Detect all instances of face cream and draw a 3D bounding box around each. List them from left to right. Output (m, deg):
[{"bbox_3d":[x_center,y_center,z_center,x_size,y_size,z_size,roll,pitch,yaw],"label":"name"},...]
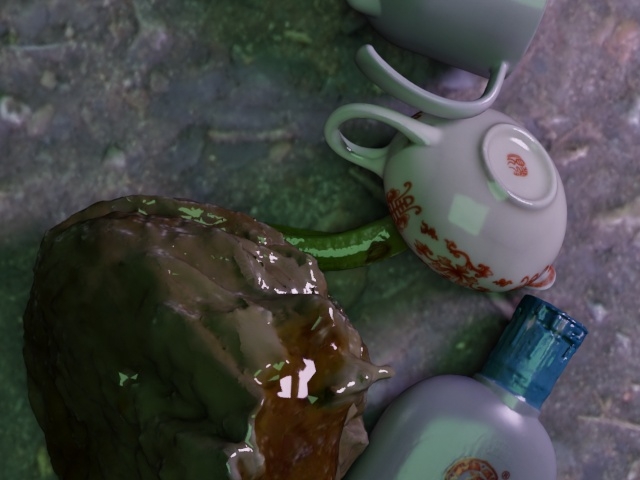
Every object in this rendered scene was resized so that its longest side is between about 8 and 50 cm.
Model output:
[{"bbox_3d":[0.108,0.201,1.002,0.163,0.080,0.337,33,87,-10],"label":"face cream"}]

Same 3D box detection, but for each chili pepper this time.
[{"bbox_3d":[0.000,0.001,0.995,0.208,0.043,0.049,-6,106,-9],"label":"chili pepper"}]

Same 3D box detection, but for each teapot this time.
[{"bbox_3d":[0.114,-0.043,0.967,0.245,0.116,0.159,33,61,-12],"label":"teapot"}]

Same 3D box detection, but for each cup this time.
[{"bbox_3d":[0.090,-0.190,0.958,0.141,0.134,0.174,16,98,-9],"label":"cup"}]

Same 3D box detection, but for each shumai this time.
[{"bbox_3d":[-0.093,0.115,0.865,0.267,0.262,0.314,-38,98,0],"label":"shumai"}]
